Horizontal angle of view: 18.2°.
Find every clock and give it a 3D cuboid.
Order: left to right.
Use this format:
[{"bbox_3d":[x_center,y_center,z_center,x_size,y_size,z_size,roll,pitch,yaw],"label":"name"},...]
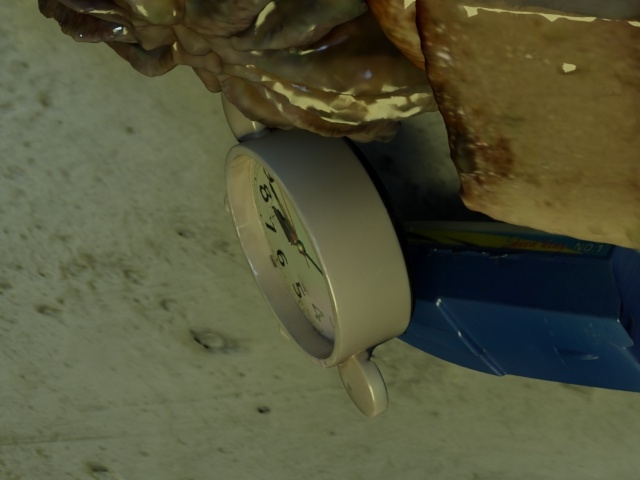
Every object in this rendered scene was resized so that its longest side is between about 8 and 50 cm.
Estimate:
[{"bbox_3d":[0.000,0.000,1.253,0.229,0.063,0.155,67,163,2],"label":"clock"}]

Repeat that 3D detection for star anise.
[{"bbox_3d":[-0.059,-0.147,1.078,0.349,0.109,0.292,21,157,3],"label":"star anise"}]

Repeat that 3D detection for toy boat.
[{"bbox_3d":[0.105,0.031,1.301,0.295,0.088,0.129,4,148,44],"label":"toy boat"}]

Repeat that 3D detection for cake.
[{"bbox_3d":[0.153,-0.107,0.937,0.293,0.196,0.199,9,149,16],"label":"cake"}]
